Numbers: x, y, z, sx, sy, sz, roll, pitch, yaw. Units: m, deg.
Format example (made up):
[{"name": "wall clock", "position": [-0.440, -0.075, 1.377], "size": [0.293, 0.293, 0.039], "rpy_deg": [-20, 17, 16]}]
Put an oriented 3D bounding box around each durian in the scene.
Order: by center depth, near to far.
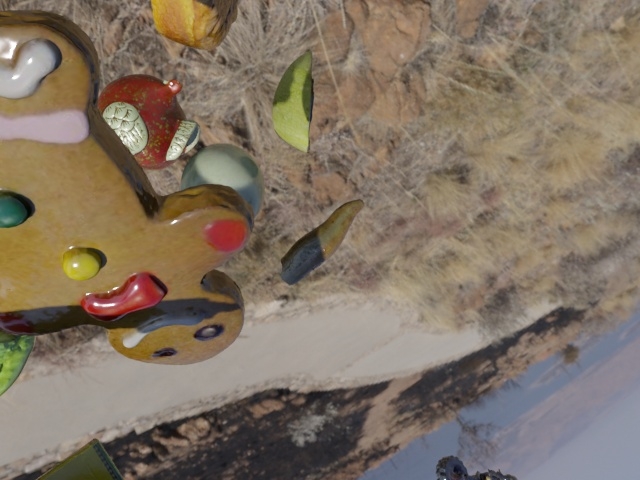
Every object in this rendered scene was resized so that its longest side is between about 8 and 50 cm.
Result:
[{"name": "durian", "position": [-0.933, 0.322, 1.532], "size": [0.340, 0.204, 0.256], "rpy_deg": [-65, 161, 8]}]

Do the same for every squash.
[{"name": "squash", "position": [-0.029, -0.292, 1.306], "size": [0.204, 0.155, 0.237], "rpy_deg": [-39, 145, -41]}]

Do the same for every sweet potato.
[{"name": "sweet potato", "position": [0.000, 0.000, 1.186], "size": [0.243, 0.077, 0.077], "rpy_deg": [-45, 149, 10]}]

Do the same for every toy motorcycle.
[{"name": "toy motorcycle", "position": [0.259, 0.425, 0.863], "size": [0.229, 0.130, 0.094], "rpy_deg": [36, 134, -29]}]

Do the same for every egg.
[{"name": "egg", "position": [-0.217, -0.116, 1.242], "size": [0.186, 0.253, 0.187], "rpy_deg": [-6, 129, -7]}]

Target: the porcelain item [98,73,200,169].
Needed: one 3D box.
[{"name": "porcelain item", "position": [-0.419, -0.310, 1.395], "size": [0.253, 0.253, 0.253], "rpy_deg": [-26, 149, -17]}]

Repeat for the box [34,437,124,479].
[{"name": "box", "position": [-0.386, 0.417, 0.746], "size": [0.279, 0.153, 0.041], "rpy_deg": [-33, -176, -34]}]

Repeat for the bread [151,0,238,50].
[{"name": "bread", "position": [-0.226, -0.413, 1.001], "size": [0.260, 0.129, 0.134], "rpy_deg": [-74, 173, -85]}]

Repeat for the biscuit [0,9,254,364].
[{"name": "biscuit", "position": [-0.200, 0.017, 0.501], "size": [0.283, 0.064, 0.432], "rpy_deg": [-20, 138, 7]}]
